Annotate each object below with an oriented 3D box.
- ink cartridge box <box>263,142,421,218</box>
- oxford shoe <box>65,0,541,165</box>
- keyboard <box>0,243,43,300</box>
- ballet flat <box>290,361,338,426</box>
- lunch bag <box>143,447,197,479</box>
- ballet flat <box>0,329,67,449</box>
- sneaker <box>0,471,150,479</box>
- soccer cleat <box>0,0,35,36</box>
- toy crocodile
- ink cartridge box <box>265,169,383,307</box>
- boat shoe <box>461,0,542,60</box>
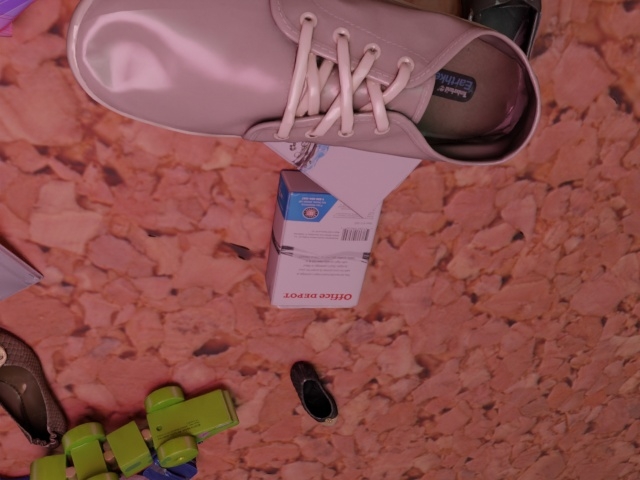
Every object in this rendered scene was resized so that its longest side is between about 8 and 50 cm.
[{"bbox_3d":[-0.001,-0.203,0.709,0.270,0.198,0.197,35,105,-32],"label":"ink cartridge box"},{"bbox_3d":[0.012,-0.151,0.549,0.448,0.130,0.169,4,121,-18],"label":"oxford shoe"},{"bbox_3d":[-0.459,0.002,0.767,0.072,0.014,0.256,-22,143,4],"label":"keyboard"},{"bbox_3d":[-0.011,0.287,1.103,0.057,0.049,0.173,-26,125,2],"label":"ballet flat"},{"bbox_3d":[-0.265,0.396,1.086,0.067,0.065,0.098,-44,122,12],"label":"lunch bag"},{"bbox_3d":[-0.457,0.236,0.931,0.084,0.058,0.250,-17,124,-7],"label":"ballet flat"},{"bbox_3d":[-0.422,0.440,1.039,0.296,0.112,0.131,-9,122,-13],"label":"sneaker"},{"bbox_3d":[-0.390,-0.242,0.627,0.318,0.109,0.117,-26,129,-3],"label":"soccer cleat"},{"bbox_3d":[-0.299,0.335,0.992,0.340,0.115,0.105,-21,149,-18],"label":"toy crocodile"},{"bbox_3d":[0.000,0.000,0.906,0.139,0.082,0.191,2,122,-17],"label":"ink cartridge box"},{"bbox_3d":[0.239,-0.262,0.805,0.112,0.096,0.336,-6,123,-13],"label":"boat shoe"}]
